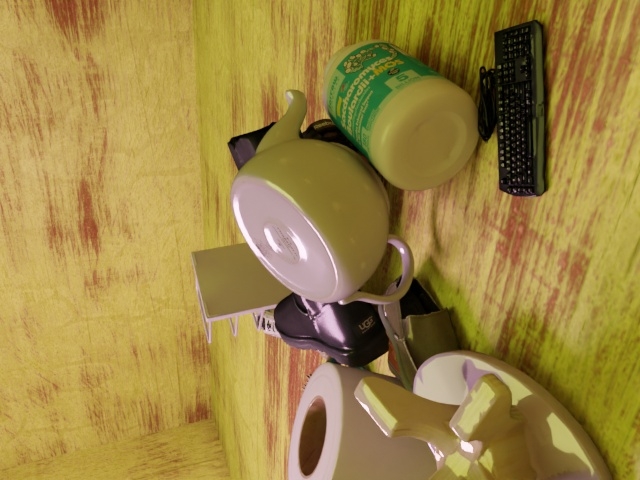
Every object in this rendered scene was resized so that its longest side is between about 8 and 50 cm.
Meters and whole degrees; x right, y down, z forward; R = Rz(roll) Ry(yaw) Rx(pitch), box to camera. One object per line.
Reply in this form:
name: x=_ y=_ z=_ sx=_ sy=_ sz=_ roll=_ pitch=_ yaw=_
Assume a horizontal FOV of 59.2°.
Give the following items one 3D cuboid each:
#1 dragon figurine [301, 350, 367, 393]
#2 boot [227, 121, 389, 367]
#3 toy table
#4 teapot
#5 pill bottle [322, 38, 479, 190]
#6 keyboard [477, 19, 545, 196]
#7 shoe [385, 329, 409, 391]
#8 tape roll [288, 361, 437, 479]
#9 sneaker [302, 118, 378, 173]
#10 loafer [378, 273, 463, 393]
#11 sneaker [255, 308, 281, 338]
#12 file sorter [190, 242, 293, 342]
dragon figurine: x=0.062 y=0.309 z=1.151 sx=0.289 sy=0.144 sz=0.085 roll=45 pitch=141 yaw=28
boot: x=-0.065 y=0.001 z=1.084 sx=0.367 sy=0.146 sz=0.445 roll=1 pitch=123 yaw=58
toy table: x=0.172 y=0.242 z=0.626 sx=0.274 sy=0.161 sz=0.252 roll=31 pitch=112 yaw=43
teapot: x=0.012 y=-0.044 z=0.809 sx=0.253 sy=0.187 sz=0.255 roll=32 pitch=146 yaw=30
pill bottle: x=0.094 y=-0.190 z=0.791 sx=0.264 sy=0.146 sz=0.146 roll=-124 pitch=32 yaw=-49
keyboard: x=0.213 y=-0.146 z=0.651 sx=0.100 sy=0.038 sz=0.191 roll=-163 pitch=68 yaw=-68
shoe: x=0.153 y=0.189 z=0.896 sx=0.178 sy=0.064 sz=0.081 roll=-153 pitch=52 yaw=-70
tape roll: x=0.063 y=0.337 z=0.927 sx=0.246 sy=0.169 sz=0.246 roll=-163 pitch=90 yaw=-75
sneaker: x=0.022 y=-0.163 z=1.061 sx=0.276 sy=0.098 sz=0.134 roll=-155 pitch=57 yaw=-68
loafer: x=0.154 y=0.145 z=0.833 sx=0.251 sy=0.095 sz=0.087 roll=-120 pitch=25 yaw=-45
sneaker: x=-0.133 y=0.250 z=1.651 sx=0.237 sy=0.086 sz=0.085 roll=-174 pitch=79 yaw=-68
file sorter: x=-0.172 y=0.128 z=1.444 sx=0.173 sy=0.278 sz=0.192 roll=104 pitch=151 yaw=-54
